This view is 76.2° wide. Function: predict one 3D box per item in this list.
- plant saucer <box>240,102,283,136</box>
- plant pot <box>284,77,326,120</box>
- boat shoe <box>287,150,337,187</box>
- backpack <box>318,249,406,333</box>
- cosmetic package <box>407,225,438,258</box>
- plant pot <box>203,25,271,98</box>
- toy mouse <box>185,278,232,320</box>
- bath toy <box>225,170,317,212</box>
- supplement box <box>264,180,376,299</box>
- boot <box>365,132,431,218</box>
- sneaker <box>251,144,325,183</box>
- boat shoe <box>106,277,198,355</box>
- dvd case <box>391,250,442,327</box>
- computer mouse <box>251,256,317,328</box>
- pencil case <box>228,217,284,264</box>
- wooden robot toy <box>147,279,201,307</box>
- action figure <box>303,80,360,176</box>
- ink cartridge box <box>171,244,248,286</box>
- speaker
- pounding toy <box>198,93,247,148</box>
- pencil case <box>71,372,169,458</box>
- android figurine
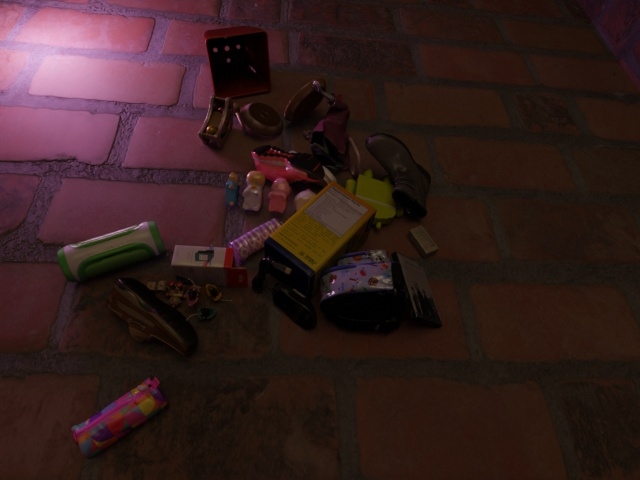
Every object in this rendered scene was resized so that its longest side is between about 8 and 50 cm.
[{"bbox_3d":[-0.247,-0.533,1.764,0.199,0.036,0.198,16,51,-21],"label":"plant saucer"},{"bbox_3d":[-0.058,-0.596,1.757,0.236,0.236,0.032,-38,84,-27],"label":"plant pot"},{"bbox_3d":[-0.054,-0.266,1.633,0.258,0.095,0.084,31,62,25],"label":"boat shoe"},{"bbox_3d":[0.124,0.156,1.283,0.264,0.276,0.213,-10,52,2],"label":"backpack"},{"bbox_3d":[0.384,0.005,1.535,0.060,0.041,0.115,-19,62,-19],"label":"cosmetic package"},{"bbox_3d":[-0.397,-0.837,1.864,0.267,0.267,0.235,-17,47,-17],"label":"plant pot"},{"bbox_3d":[-0.381,0.198,1.285,0.161,0.031,0.143,47,54,-22],"label":"toy mouse"},{"bbox_3d":[-0.171,-0.171,1.534,0.349,0.151,0.129,11,14,1],"label":"bath toy"},{"bbox_3d":[0.000,0.000,1.396,0.194,0.195,0.356,37,61,17],"label":"supplement box"},{"bbox_3d":[0.301,-0.251,1.567,0.338,0.118,0.222,34,47,-15],"label":"boot"},{"bbox_3d":[-0.120,-0.268,1.576,0.314,0.136,0.116,21,42,22],"label":"sneaker"},{"bbox_3d":[-0.513,0.244,1.232,0.324,0.122,0.120,36,91,15],"label":"boat shoe"},{"bbox_3d":[0.323,0.165,1.367,0.179,0.030,0.238,25,43,-44],"label":"dvd case"},{"bbox_3d":[-0.096,0.155,1.301,0.262,0.184,0.060,34,42,15],"label":"computer mouse"},{"bbox_3d":[-0.220,0.000,1.438,0.206,0.086,0.088,-31,90,-22],"label":"pencil case"},{"bbox_3d":[-0.472,0.173,1.301,0.173,0.076,0.079,6,68,-3],"label":"wooden robot toy"},{"bbox_3d":[0.069,-0.482,1.687,0.276,0.248,0.370,14,60,1],"label":"action figure"},{"bbox_3d":[-0.351,0.086,1.330,0.231,0.134,0.078,3,57,-6],"label":"ink cartridge box"},{"bbox_3d":[-0.671,0.033,1.327,0.297,0.131,0.131,-20,62,-19],"label":"speaker"},{"bbox_3d":[-0.387,-0.504,1.695,0.155,0.154,0.269,13,57,1],"label":"pounding toy"},{"bbox_3d":[-0.527,0.464,1.086,0.236,0.104,0.104,-34,67,-24],"label":"pencil case"},{"bbox_3d":[0.212,-0.162,1.598,0.248,0.056,0.272,16,54,-6],"label":"android figurine"}]
